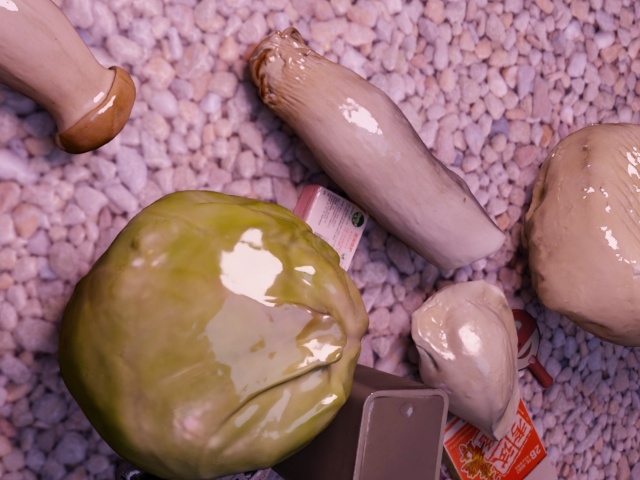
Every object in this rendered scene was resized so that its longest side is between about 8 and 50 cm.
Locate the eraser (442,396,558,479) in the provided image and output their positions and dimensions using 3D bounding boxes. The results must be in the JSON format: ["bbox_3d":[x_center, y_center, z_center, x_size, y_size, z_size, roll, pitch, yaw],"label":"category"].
[{"bbox_3d":[0.270,0.331,1.319,0.157,0.038,0.230,-36,111,-23],"label":"eraser"}]

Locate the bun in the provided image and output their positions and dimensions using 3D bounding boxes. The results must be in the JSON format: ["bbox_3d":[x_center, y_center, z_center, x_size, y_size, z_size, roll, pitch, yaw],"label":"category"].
[{"bbox_3d":[0.452,-0.004,1.267,0.326,0.234,0.362,29,51,-6],"label":"bun"}]

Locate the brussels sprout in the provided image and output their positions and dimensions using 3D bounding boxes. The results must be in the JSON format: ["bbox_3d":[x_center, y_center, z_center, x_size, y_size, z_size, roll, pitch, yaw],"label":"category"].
[{"bbox_3d":[-0.121,0.095,0.922,0.328,0.247,0.328,0,89,-20],"label":"brussels sprout"}]

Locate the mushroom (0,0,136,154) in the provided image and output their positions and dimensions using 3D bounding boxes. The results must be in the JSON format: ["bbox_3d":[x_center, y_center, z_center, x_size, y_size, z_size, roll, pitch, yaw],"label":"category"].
[{"bbox_3d":[-0.334,-0.221,0.850,0.350,0.128,0.128,42,74,-32],"label":"mushroom"}]

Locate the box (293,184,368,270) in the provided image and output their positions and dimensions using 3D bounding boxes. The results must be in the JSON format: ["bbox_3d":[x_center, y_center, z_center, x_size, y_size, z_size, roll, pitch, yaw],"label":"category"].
[{"bbox_3d":[0.000,0.000,1.116,0.089,0.043,0.125,28,80,-30],"label":"box"}]

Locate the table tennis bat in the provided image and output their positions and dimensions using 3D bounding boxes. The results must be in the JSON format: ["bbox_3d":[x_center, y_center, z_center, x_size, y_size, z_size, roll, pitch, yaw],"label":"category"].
[{"bbox_3d":[0.322,0.176,1.347,0.098,0.019,0.155,-48,113,-18],"label":"table tennis bat"}]

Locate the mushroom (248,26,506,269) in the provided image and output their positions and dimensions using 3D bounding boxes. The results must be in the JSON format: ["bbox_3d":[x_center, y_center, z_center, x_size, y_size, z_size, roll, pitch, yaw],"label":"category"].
[{"bbox_3d":[0.072,-0.113,1.088,0.126,0.177,0.397,-41,122,18],"label":"mushroom"}]

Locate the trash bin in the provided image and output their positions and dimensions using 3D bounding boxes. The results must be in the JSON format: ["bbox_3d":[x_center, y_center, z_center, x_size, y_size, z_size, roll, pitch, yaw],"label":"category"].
[{"bbox_3d":[0.028,0.232,1.043,0.122,0.240,0.164,6,93,-32],"label":"trash bin"}]

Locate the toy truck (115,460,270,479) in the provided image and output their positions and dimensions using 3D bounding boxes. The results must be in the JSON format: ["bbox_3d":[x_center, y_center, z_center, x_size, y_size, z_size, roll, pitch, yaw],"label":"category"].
[{"bbox_3d":[-0.174,0.311,1.009,0.253,0.114,0.124,-40,127,-22],"label":"toy truck"}]

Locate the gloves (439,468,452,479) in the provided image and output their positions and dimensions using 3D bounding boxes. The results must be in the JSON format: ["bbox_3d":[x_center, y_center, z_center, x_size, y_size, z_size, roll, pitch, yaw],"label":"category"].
[{"bbox_3d":[0.152,0.381,1.222,0.110,0.094,0.144,4,70,-55],"label":"gloves"}]

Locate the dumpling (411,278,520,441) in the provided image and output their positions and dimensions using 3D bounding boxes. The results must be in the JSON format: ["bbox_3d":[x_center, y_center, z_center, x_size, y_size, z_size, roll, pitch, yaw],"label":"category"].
[{"bbox_3d":[0.231,0.164,1.224,0.252,0.131,0.179,52,54,-17],"label":"dumpling"}]
